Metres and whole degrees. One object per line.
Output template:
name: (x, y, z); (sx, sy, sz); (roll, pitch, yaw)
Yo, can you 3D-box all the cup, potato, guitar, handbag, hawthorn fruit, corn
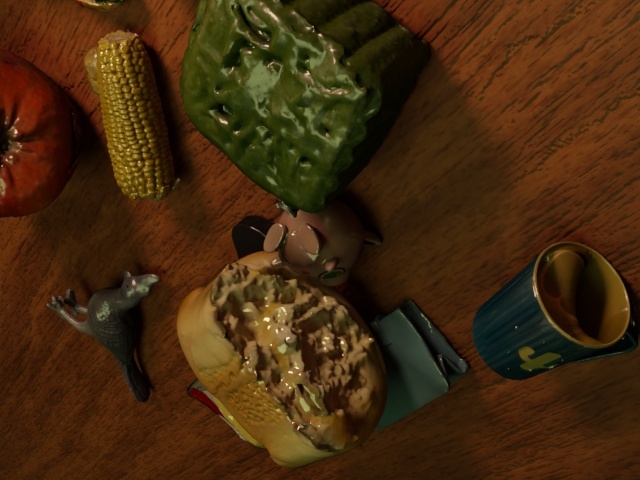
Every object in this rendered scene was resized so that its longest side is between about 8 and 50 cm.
cup: (0.284, 0.099, 1.114); (0.176, 0.131, 0.155); (24, 146, -15)
potato: (-0.321, -0.247, 1.376); (0.051, 0.040, 0.083); (13, 132, 15)
guitar: (-0.095, 0.079, 1.458); (0.084, 0.038, 0.271); (25, 135, 24)
handbag: (0.104, 0.185, 1.376); (0.144, 0.057, 0.221); (51, 141, 4)
hawthorn fruit: (-0.538, -0.159, 1.478); (0.307, 0.276, 0.276); (1, 124, 55)
corn: (-0.269, -0.174, 1.356); (0.091, 0.091, 0.260); (-129, 30, -52)

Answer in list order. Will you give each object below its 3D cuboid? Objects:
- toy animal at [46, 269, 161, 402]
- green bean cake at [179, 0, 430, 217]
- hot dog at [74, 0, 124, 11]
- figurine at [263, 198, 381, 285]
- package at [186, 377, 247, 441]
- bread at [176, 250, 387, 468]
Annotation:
toy animal: (-0.401, 0.155, 1.733); (0.206, 0.081, 0.367); (23, 135, 8)
green bean cake: (-0.033, -0.189, 1.101); (0.250, 0.156, 0.247); (39, 138, 7)
hot dog: (-0.364, -0.387, 1.272); (0.250, 0.076, 0.104); (35, 137, 15)
figurine: (0.000, 0.000, 1.254); (0.125, 0.138, 0.125); (-2, 86, 35)
package: (-0.139, 0.265, 1.654); (0.154, 0.030, 0.239); (41, 138, 2)
bread: (-0.052, 0.166, 1.338); (0.315, 0.211, 0.270); (52, 149, 2)
